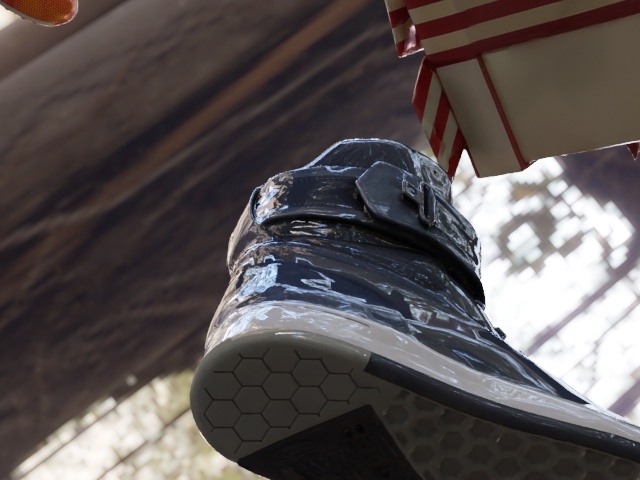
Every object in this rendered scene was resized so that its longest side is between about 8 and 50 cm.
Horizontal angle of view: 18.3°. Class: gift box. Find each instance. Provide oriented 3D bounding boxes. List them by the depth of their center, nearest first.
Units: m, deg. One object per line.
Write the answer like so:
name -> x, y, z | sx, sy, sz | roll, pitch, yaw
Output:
gift box -> 0.198, -0.175, 1.359 | 0.258, 0.255, 0.276 | -8, -76, 49

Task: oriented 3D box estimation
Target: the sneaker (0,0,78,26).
sneaker -> -0.229, -0.226, 1.405 | 0.067, 0.064, 0.175 | -27, -70, 35

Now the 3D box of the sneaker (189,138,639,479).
sneaker -> 0.064, 0.049, 0.733 | 0.226, 0.163, 0.086 | 29, -64, -13
